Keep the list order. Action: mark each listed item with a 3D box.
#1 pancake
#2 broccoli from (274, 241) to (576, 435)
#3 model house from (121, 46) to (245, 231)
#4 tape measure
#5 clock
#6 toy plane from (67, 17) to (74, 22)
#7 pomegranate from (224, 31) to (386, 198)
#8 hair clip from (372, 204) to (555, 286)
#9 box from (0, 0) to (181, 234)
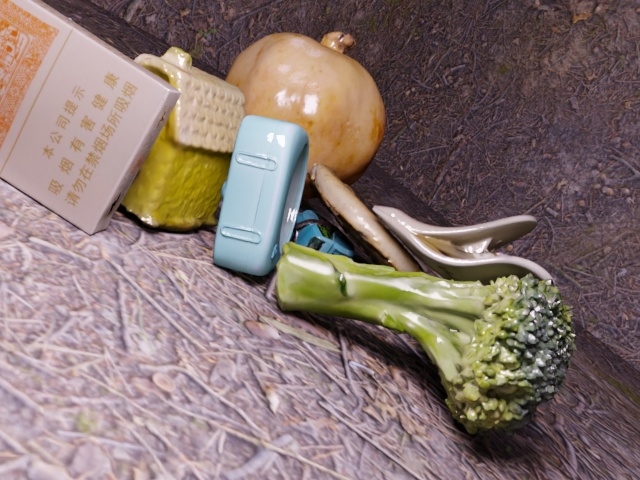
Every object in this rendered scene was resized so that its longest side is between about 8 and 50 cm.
[{"bbox_3d":[0.099,-0.006,1.268,0.382,0.071,0.382,51,3,-3],"label":"pancake"},{"bbox_3d":[0.154,0.109,0.874,0.397,0.275,0.353,32,-32,-27],"label":"broccoli"},{"bbox_3d":[-0.207,-0.150,0.943,0.174,0.234,0.193,37,16,19],"label":"model house"},{"bbox_3d":[0.000,0.000,1.196,0.146,0.081,0.125,30,15,-38],"label":"tape measure"},{"bbox_3d":[-0.084,-0.071,1.004,0.094,0.224,0.274,14,6,2],"label":"clock"},{"bbox_3d":[-0.521,-0.327,1.236,0.273,0.107,0.182,-24,99,-53],"label":"toy plane"},{"bbox_3d":[-0.038,-0.294,1.482,0.411,0.412,0.411,30,14,-8],"label":"pomegranate"},{"bbox_3d":[0.237,0.018,1.059,0.282,0.113,0.172,1,-16,22],"label":"hair clip"},{"bbox_3d":[-0.372,-0.190,0.774,0.365,0.205,0.051,33,13,1],"label":"box"}]
